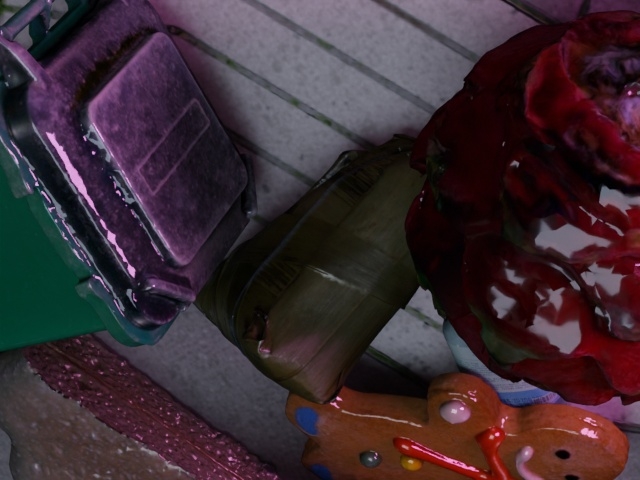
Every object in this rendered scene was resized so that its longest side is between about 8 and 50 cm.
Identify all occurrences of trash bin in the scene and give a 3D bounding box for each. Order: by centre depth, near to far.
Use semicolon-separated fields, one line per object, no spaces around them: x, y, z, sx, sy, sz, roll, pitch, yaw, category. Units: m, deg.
-0.288;-0.044;1.636;0.381;0.259;0.295;-19;113;30;trash bin

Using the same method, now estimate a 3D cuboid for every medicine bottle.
0.159;0.090;1.653;0.090;0.054;0.208;-3;138;21;medicine bottle

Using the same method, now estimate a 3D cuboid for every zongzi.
0.000;0.000;1.669;0.251;0.274;0.125;-48;114;-5;zongzi

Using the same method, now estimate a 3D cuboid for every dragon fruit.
0.219;-0.024;1.438;0.329;0.329;0.329;8;122;13;dragon fruit

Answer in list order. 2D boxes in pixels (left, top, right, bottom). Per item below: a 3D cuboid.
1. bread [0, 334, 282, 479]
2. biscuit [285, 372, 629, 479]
-0.202;0.226;1.861;0.337;0.102;0.183;37;127;-8;bread
0.125;0.193;1.720;0.324;0.049;0.205;2;143;15;biscuit
